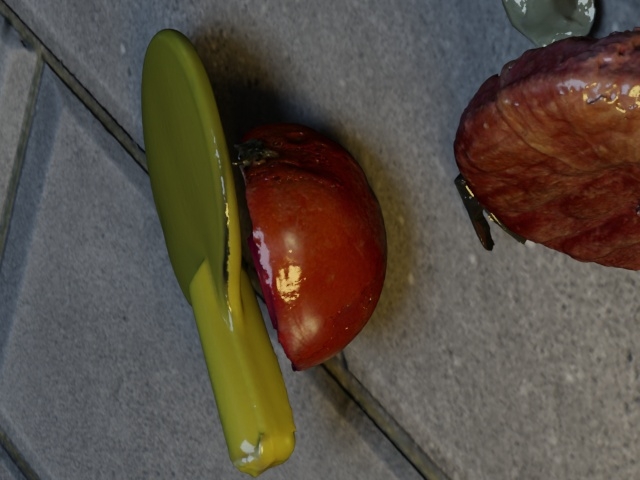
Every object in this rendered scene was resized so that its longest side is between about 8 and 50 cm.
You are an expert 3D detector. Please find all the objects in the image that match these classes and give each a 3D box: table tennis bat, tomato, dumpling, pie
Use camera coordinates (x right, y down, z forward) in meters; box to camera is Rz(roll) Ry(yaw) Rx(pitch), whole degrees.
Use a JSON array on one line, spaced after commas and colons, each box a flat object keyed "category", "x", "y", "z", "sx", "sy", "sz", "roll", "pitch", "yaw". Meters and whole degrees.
[{"category": "table tennis bat", "x": -0.085, "y": 0.006, "z": 1.348, "sx": 0.224, "sy": 0.054, "sz": 0.369, "roll": 119, "pitch": 138, "yaw": -64}, {"category": "tomato", "x": 0.000, "y": 0.000, "z": 1.273, "sx": 0.189, "sy": 0.099, "sz": 0.173, "roll": -96, "pitch": -9, "yaw": -65}, {"category": "dumpling", "x": 0.143, "y": -0.160, "z": 1.089, "sx": 0.052, "sy": 0.057, "sz": 0.076, "roll": 61, "pitch": -173, "yaw": -47}, {"category": "pie", "x": 0.182, "y": -0.044, "z": 0.963, "sx": 0.204, "sy": 0.218, "sz": 0.054, "roll": -11, "pitch": 56, "yaw": 41}]

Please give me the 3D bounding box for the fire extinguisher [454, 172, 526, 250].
[{"category": "fire extinguisher", "x": 0.169, "y": -0.060, "z": 1.066, "sx": 0.089, "sy": 0.072, "sz": 0.267, "roll": 50, "pitch": 143, "yaw": -12}]
